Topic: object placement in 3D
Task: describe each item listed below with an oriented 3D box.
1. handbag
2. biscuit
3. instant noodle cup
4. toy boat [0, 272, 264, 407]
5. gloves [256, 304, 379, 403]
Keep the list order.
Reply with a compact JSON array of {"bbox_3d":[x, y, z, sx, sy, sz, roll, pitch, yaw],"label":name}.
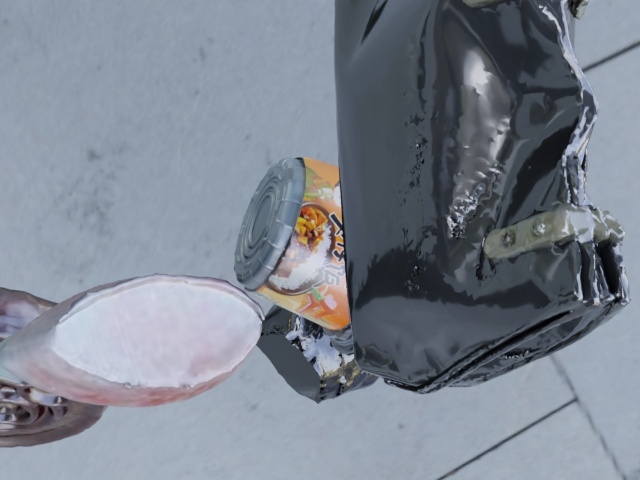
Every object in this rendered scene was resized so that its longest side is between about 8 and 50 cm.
[{"bbox_3d":[0.116,-0.067,0.913,0.152,0.288,0.342,-3,86,-17],"label":"handbag"},{"bbox_3d":[-0.483,0.189,1.840,0.407,0.407,0.091,6,59,-12],"label":"biscuit"},{"bbox_3d":[0.000,0.000,1.195,0.125,0.208,0.177,21,100,-18],"label":"instant noodle cup"},{"bbox_3d":[-0.171,0.087,1.052,0.206,0.282,0.096,-8,86,-23],"label":"toy boat"},{"bbox_3d":[0.052,0.102,1.826,0.197,0.152,0.301,51,36,-4],"label":"gloves"}]
